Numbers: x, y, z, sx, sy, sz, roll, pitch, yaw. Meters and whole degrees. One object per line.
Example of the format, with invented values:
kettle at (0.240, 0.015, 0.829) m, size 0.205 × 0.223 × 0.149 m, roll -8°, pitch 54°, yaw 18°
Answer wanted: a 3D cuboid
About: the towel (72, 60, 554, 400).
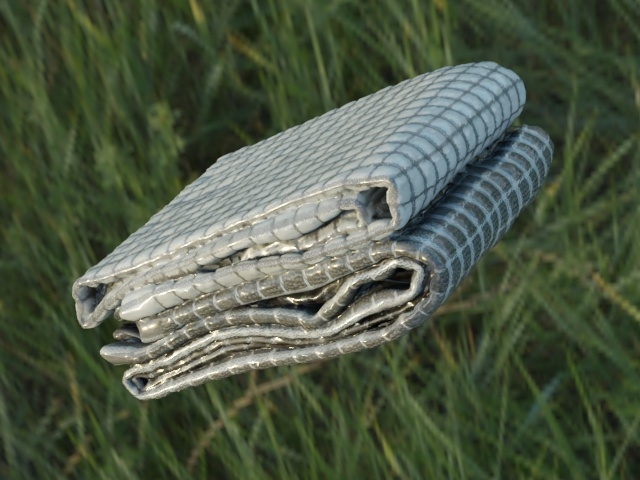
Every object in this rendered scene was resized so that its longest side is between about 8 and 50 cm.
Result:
towel at (0.000, 0.000, 1.298) m, size 0.284 × 0.121 × 0.235 m, roll -21°, pitch 14°, yaw 33°
